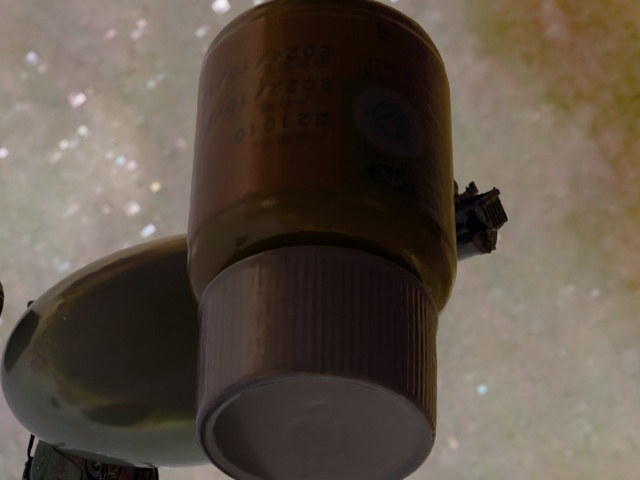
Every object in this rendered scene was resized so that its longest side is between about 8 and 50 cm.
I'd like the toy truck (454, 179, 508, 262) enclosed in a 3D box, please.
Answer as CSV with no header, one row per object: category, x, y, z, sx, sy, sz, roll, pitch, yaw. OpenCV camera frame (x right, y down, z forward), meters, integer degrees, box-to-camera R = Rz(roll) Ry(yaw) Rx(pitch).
toy truck,0.082,-0.004,1.814,0.074,0.201,0.088,-37,-74,-59

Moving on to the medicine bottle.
medicine bottle,0.000,0.000,1.556,0.224,0.224,0.384,37,-140,-36

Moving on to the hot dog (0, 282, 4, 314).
hot dog,-0.375,0.047,1.857,0.069,0.131,0.252,28,-175,-29

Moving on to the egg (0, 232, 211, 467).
egg,-0.141,0.109,1.866,0.371,0.230,0.230,-8,-117,-34

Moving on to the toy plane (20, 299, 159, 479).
toy plane,-0.256,0.224,1.965,0.106,0.155,0.382,30,-124,-56
